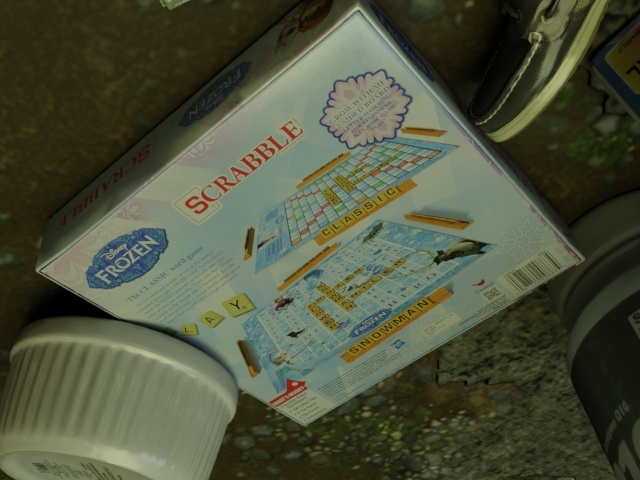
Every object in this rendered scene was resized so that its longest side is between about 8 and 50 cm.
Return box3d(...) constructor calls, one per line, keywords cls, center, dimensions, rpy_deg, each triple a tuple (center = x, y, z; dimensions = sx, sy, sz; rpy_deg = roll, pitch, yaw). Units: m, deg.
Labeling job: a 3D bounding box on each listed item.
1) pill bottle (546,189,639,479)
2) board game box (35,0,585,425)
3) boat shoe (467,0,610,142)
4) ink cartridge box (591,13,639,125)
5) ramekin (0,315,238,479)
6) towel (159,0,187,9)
box3d(cls="pill bottle", center=(0.322, 0.133, 0.610), dimensions=(0.204, 0.361, 0.204), rpy_deg=(-5, 132, -5))
box3d(cls="board game box", center=(0.000, 0.000, 0.635), dimensions=(0.319, 0.066, 0.318), rpy_deg=(-35, 128, 21))
box3d(cls="boat shoe", center=(0.151, -0.172, 0.503), dimensions=(0.073, 0.080, 0.223), rpy_deg=(22, 119, -16))
box3d(cls="ink cartridge box", center=(0.376, 0.000, 0.476), dimensions=(0.270, 0.395, 0.151), rpy_deg=(27, 122, -30))
box3d(cls="ramekin", center=(-0.183, 0.163, 0.679), dimensions=(0.207, 0.109, 0.207), rpy_deg=(8, 147, 5))
box3d(cls="towel", center=(-0.076, -0.187, 0.492), dimensions=(0.083, 0.009, 0.060), rpy_deg=(-20, 133, 8))
